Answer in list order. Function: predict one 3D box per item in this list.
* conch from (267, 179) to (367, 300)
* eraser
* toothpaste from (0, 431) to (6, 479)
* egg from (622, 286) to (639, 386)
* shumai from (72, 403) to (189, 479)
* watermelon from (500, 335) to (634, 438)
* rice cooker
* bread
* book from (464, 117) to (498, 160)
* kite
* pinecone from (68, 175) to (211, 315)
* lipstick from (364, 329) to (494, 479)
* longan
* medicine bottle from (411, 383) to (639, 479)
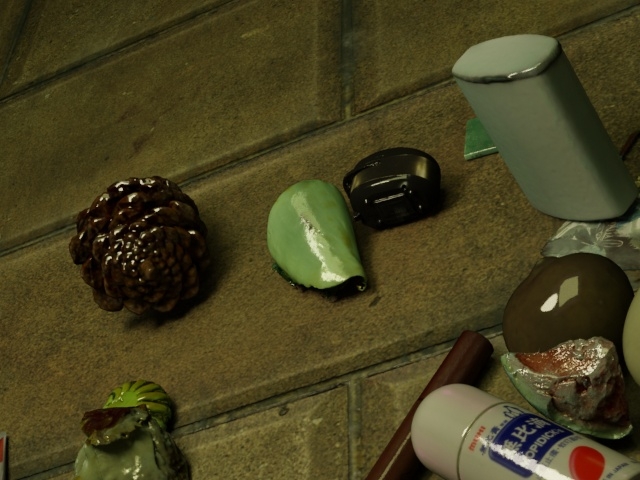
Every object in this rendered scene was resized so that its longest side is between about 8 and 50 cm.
[{"bbox_3d":[-0.013,0.007,2.052,0.143,0.137,0.251,-6,57,-8],"label":"conch"},{"bbox_3d":[0.330,-0.162,1.813,0.189,0.290,0.104,6,50,50],"label":"eraser"},{"bbox_3d":[-0.550,0.404,2.029,0.089,0.057,0.234,-33,28,1],"label":"toothpaste"},{"bbox_3d":[0.492,0.097,1.466,0.269,0.219,0.219,-18,37,-2],"label":"egg"},{"bbox_3d":[-0.282,0.321,1.820,0.184,0.142,0.184,-7,39,6],"label":"shumai"},{"bbox_3d":[0.315,0.177,1.525,0.187,0.139,0.071,29,31,8],"label":"watermelon"},{"bbox_3d":[0.121,-0.088,2.047,0.165,0.112,0.106,-19,44,19],"label":"rice cooker"},{"bbox_3d":[-0.303,0.283,1.966,0.139,0.071,0.130,-46,43,-18],"label":"bread"},{"bbox_3d":[0.312,-0.190,2.103,0.135,0.017,0.103,-14,41,24],"label":"book"},{"bbox_3d":[0.454,-0.071,1.864,0.169,0.015,0.310,4,50,40],"label":"kite"},{"bbox_3d":[-0.314,-0.002,2.171,0.244,0.244,0.309,-26,18,9],"label":"pinecone"},{"bbox_3d":[0.127,0.271,1.671,0.057,0.057,0.357,10,53,43],"label":"lipstick"},{"bbox_3d":[0.330,0.105,1.623,0.189,0.189,0.189,-20,38,16],"label":"longan"},{"bbox_3d":[0.250,0.276,1.513,0.130,0.130,0.341,-46,38,-18],"label":"medicine bottle"}]
